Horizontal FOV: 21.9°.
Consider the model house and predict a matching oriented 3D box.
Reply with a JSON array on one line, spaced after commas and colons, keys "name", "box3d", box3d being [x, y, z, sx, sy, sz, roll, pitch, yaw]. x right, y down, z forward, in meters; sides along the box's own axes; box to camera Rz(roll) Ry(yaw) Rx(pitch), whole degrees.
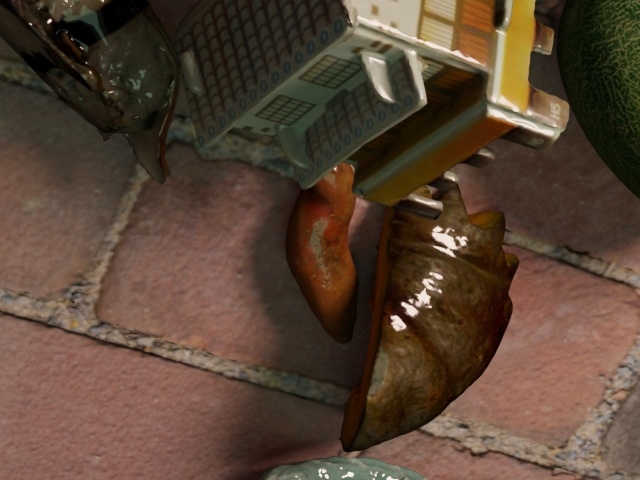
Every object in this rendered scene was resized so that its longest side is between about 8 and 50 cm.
[{"name": "model house", "box3d": [0.039, -0.149, 1.130, 0.215, 0.198, 0.224, 16, 157, -23]}]

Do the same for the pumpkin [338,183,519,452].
[{"name": "pumpkin", "box3d": [0.097, 0.088, 1.362, 0.130, 0.149, 0.254, 9, 120, -6]}]

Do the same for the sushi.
[{"name": "sushi", "box3d": [-0.164, -0.168, 1.174, 0.109, 0.134, 0.273, -48, 114, -11]}]

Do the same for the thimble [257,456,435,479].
[{"name": "thimble", "box3d": [0.026, 0.294, 1.455, 0.235, 0.198, 0.143, 27, 120, 7]}]

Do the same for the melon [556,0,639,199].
[{"name": "melon", "box3d": [0.281, -0.118, 1.239, 0.182, 0.182, 0.288, -38, 120, 15]}]

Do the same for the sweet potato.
[{"name": "sweet potato", "box3d": [0.002, 0.001, 1.341, 0.058, 0.055, 0.202, -30, 129, -36]}]
